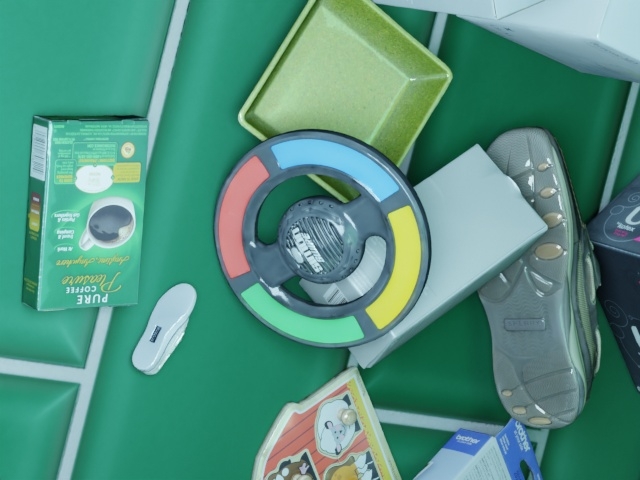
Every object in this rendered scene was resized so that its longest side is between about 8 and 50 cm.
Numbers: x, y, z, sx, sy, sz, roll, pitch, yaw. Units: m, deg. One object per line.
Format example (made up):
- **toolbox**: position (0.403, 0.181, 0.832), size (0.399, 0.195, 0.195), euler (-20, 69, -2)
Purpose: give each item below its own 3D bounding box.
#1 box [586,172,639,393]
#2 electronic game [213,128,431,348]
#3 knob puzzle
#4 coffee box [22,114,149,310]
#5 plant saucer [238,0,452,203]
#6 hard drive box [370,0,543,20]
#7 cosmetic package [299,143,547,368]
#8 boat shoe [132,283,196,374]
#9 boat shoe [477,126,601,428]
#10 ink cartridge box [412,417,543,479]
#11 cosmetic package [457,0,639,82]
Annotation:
- **box**: position (0.449, 0.072, 2.156), size (0.143, 0.165, 0.270), euler (-41, 123, -22)
- **electronic game**: position (0.000, 0.000, 1.760), size (0.048, 0.229, 0.229), euler (-43, 131, -62)
- **knob puzzle**: position (0.000, 0.260, 1.936), size (0.213, 0.030, 0.213), euler (-11, 108, -36)
- **coffee box**: position (-0.224, -0.027, 1.679), size (0.113, 0.040, 0.184), euler (-4, 103, -37)
- **plant saucer**: position (0.019, -0.150, 1.823), size (0.188, 0.045, 0.188), euler (37, 77, -28)
- **hard drive box**: position (0.159, -0.300, 1.790), size (0.181, 0.232, 0.089), euler (-26, 116, -32)
- **cosmetic package**: position (0.111, 0.015, 1.887), size (0.238, 0.107, 0.127), euler (-31, 78, -30)
- **boat shoe**: position (-0.153, 0.091, 1.774), size (0.100, 0.035, 0.035), euler (-63, 156, -13)
- **boat shoe**: position (0.252, 0.037, 2.038), size (0.130, 0.132, 0.355), euler (-31, 120, -58)
- **ink cartridge box**: position (0.149, 0.355, 2.040), size (0.311, 0.065, 0.185), euler (-42, 124, -31)
- **cosmetic package**: position (0.314, -0.261, 1.928), size (0.224, 0.225, 0.138), euler (17, 90, -39)
